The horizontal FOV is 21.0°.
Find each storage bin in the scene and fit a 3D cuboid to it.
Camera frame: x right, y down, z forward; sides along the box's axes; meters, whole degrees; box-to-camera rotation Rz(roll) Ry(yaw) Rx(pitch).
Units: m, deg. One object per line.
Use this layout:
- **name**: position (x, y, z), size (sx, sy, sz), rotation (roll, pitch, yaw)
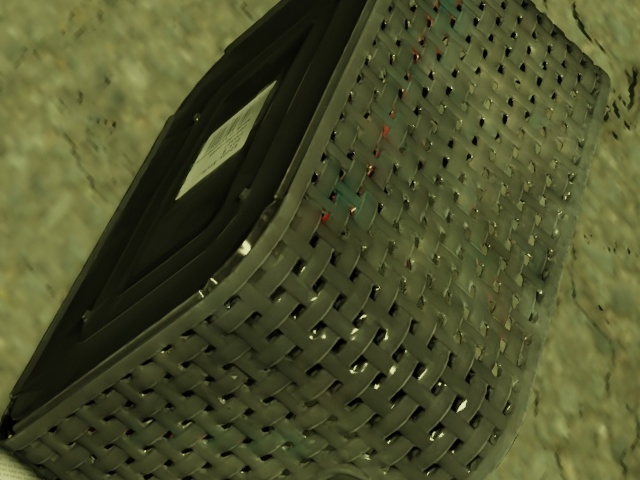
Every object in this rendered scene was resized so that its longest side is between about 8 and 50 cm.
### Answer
- **storage bin**: position (0.000, 0.000, 0.489), size (0.084, 0.122, 0.180), rotation (40, 41, -17)

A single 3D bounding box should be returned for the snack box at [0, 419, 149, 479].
- **snack box**: position (-0.126, 0.070, 0.443), size (0.178, 0.022, 0.064), rotation (17, 61, -31)
